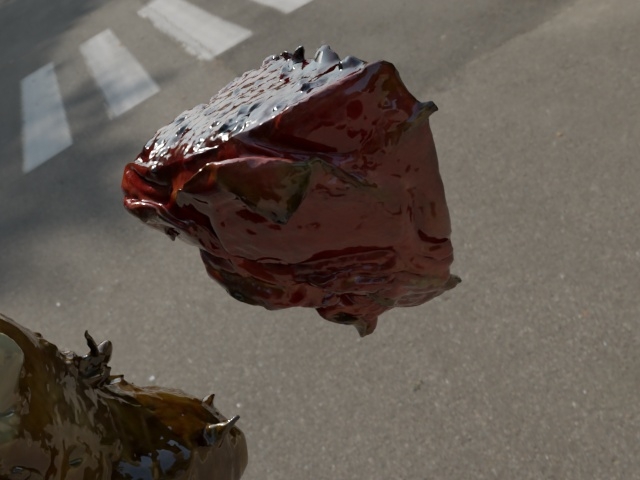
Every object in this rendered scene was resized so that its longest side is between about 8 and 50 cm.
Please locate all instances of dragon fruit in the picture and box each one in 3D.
[{"bbox_3d":[-0.008,0.006,0.753,0.228,0.329,0.286,-37,25,-17],"label":"dragon fruit"}]

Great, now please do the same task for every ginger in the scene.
[{"bbox_3d":[-0.193,0.156,0.579,0.254,0.418,0.176,-22,55,0],"label":"ginger"}]
